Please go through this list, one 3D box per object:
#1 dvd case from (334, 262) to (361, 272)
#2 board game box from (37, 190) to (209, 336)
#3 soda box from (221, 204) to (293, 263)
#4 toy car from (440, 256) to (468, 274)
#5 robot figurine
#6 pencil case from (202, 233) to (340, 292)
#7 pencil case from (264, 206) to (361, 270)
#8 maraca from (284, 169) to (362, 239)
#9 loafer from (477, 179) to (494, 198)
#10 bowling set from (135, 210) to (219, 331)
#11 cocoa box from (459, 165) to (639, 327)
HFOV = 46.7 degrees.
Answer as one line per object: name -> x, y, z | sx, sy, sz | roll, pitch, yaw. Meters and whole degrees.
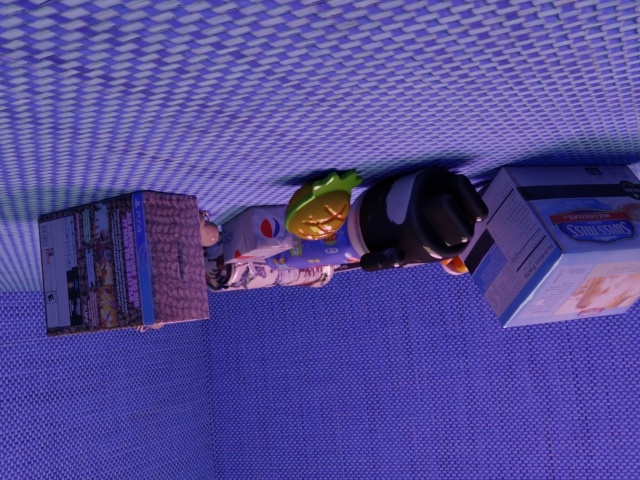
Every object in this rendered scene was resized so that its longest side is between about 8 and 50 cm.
dvd case -> 0.124, 0.054, 2.238 | 0.179, 0.029, 0.239 | -21, -175, -34
board game box -> -0.372, 0.049, 1.385 | 0.291, 0.232, 0.141 | -9, 174, 32
soda box -> -0.151, -0.009, 1.701 | 0.091, 0.098, 0.286 | -3, 174, -21
toy car -> 0.340, -0.011, 1.887 | 0.136, 0.182, 0.159 | 17, 146, -13
robot figurine -> 0.174, -0.036, 1.379 | 0.209, 0.173, 0.278 | -2, 172, -37
pencil case -> -0.141, 0.060, 2.085 | 0.410, 0.159, 0.183 | 0, -174, -43
pencil case -> 0.000, 0.000, 1.804 | 0.306, 0.133, 0.119 | -9, -174, 36
maraca -> 0.004, -0.066, 1.329 | 0.127, 0.099, 0.185 | -14, 155, -36
loafer -> 0.345, -0.058, 1.626 | 0.084, 0.096, 0.267 | -20, 170, -39
bowling set -> -0.369, 0.035, 1.577 | 0.200, 0.287, 0.154 | 27, 173, 11
cocoa box -> 0.492, 0.008, 1.476 | 0.347, 0.228, 0.231 | -3, 139, -27
